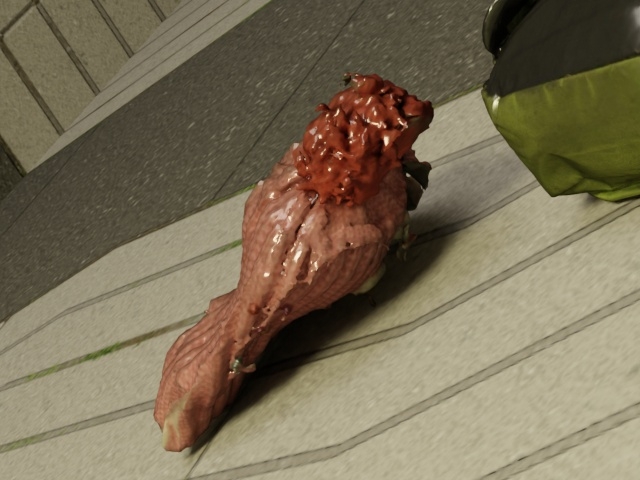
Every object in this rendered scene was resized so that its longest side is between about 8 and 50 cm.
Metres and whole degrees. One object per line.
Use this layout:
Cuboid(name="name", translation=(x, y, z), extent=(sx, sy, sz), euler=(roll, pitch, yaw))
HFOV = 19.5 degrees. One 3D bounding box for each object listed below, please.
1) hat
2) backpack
Cuboid(name="hat", translation=(0.000, 0.000, 1.201), extent=(0.236, 0.107, 0.286), euler=(-56, -2, -44))
Cuboid(name="backpack", translation=(0.209, -0.144, 1.045), extent=(0.207, 0.140, 0.253), euler=(-13, 35, 55))
